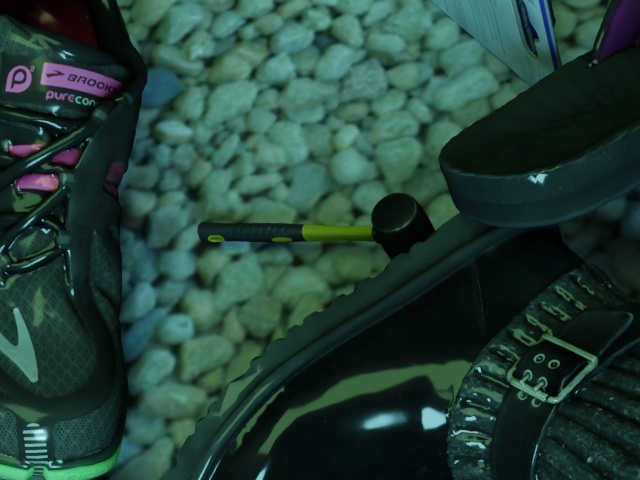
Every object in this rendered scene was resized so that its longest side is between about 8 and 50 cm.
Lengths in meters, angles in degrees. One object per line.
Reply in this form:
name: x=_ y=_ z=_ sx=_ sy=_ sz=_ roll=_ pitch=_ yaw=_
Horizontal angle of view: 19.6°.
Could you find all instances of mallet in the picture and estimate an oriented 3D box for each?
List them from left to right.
mallet: x=0.000 y=0.000 z=1.356 sx=0.190 sy=0.062 sz=0.039 roll=-4 pitch=54 yaw=33

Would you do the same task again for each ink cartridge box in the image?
ink cartridge box: x=0.080 y=-0.257 z=1.407 sx=0.069 sy=0.175 sz=0.371 roll=-36 pitch=54 yaw=-8

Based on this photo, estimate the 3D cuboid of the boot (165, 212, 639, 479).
boot: x=0.095 y=0.139 z=1.129 sx=0.348 sy=0.131 sz=0.260 roll=-40 pitch=55 yaw=-11

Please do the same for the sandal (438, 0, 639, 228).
sandal: x=0.257 y=-0.151 z=1.236 sx=0.446 sy=0.107 sz=0.167 roll=-33 pitch=26 yaw=-33

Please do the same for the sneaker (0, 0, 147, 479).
sneaker: x=-0.219 y=-0.047 z=1.328 sx=0.185 sy=0.202 sz=0.482 roll=2 pitch=54 yaw=-17
